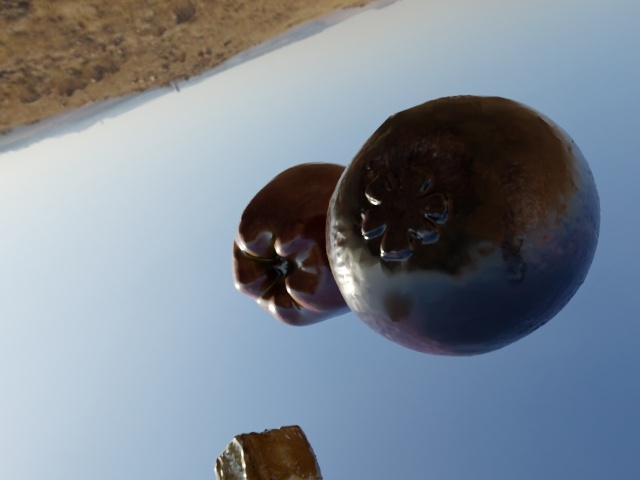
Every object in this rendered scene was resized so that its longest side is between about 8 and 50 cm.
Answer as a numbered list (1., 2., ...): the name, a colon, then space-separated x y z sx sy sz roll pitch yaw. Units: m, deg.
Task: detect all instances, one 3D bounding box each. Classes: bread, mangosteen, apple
1. bread: -0.051 0.223 0.428 0.076 0.083 0.070 -56 -133 22
2. mangosteen: 0.157 -0.019 0.525 0.297 0.296 0.293 -3 -168 38
3. apple: 0.000 0.000 0.808 0.289 0.287 0.317 -5 -164 35
